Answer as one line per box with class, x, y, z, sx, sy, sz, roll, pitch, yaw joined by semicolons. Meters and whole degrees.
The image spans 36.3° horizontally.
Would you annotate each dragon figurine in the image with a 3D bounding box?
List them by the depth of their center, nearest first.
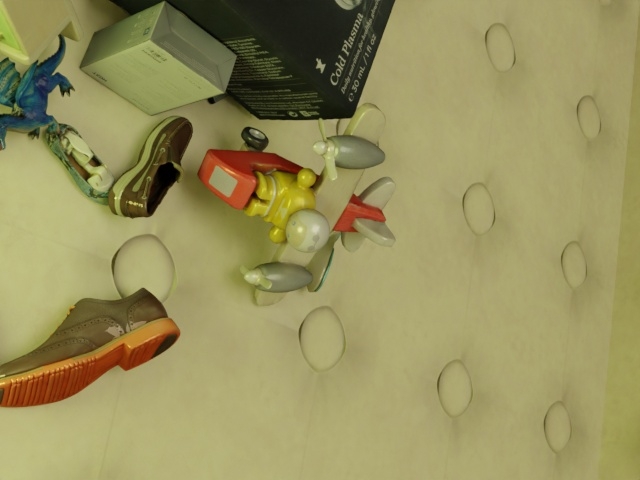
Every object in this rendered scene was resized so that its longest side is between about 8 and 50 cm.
dragon figurine;-0.507;-0.263;1.680;0.144;0.085;0.289;35;68;-60

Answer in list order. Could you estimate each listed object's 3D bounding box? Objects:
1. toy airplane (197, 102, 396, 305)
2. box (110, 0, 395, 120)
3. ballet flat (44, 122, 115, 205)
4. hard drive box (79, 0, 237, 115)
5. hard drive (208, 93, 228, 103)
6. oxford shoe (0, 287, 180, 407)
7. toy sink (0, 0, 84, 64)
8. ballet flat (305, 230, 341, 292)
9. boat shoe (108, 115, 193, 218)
toy airplane;-0.014;-0.056;1.965;0.272;0.384;0.386;-101;172;-58
box;-0.095;-0.556;1.918;0.472;0.297;0.480;34;69;-44
ballet flat;-0.427;-0.137;1.786;0.188;0.070;0.070;50;54;-29
hard drive box;-0.303;-0.331;1.815;0.181;0.232;0.089;33;62;-38
hard drive;-0.203;-0.356;2.066;0.135;0.022;0.094;-38;111;-40
oxford shoe;-0.434;0.186;1.727;0.363;0.130;0.133;-19;65;-38
toy sink;-0.514;-0.391;1.613;0.131;0.153;0.234;-56;164;-21
ballet flat;0.000;0.000;2.195;0.086;0.086;0.248;44;55;-32
boat shoe;-0.298;-0.135;1.871;0.257;0.095;0.095;-62;153;-32
